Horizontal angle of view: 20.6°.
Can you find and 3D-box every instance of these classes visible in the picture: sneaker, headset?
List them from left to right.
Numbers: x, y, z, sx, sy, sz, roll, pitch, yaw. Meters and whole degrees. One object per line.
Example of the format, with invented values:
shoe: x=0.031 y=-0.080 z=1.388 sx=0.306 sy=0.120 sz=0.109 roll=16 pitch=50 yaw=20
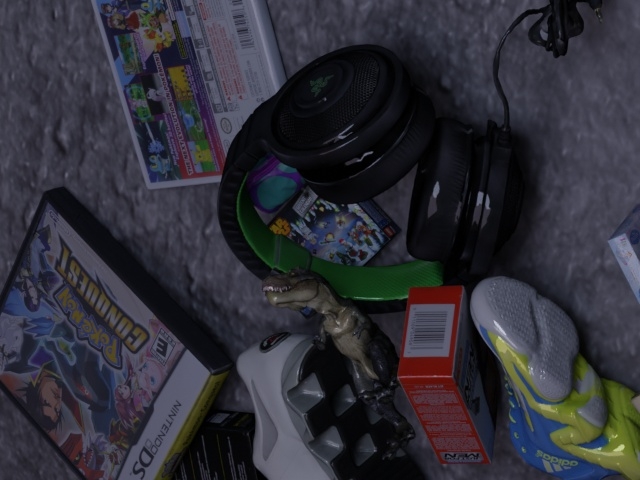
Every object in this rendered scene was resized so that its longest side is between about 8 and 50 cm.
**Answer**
sneaker: x=0.012 y=0.235 z=1.721 sx=0.146 sy=0.122 sz=0.330 roll=1 pitch=114 yaw=49
headset: x=0.080 y=-0.089 z=1.498 sx=0.243 sy=0.185 sz=0.394 roll=30 pitch=135 yaw=-22
sneaker: x=0.191 y=0.140 z=1.558 sx=0.240 sy=0.091 sz=0.126 roll=46 pitch=134 yaw=-12

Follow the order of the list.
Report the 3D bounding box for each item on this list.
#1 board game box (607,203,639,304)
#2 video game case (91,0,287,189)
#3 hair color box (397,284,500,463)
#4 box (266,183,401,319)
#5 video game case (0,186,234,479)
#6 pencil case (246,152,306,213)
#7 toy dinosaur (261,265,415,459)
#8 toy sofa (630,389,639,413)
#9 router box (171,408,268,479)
board game box: x=0.279 y=0.021 z=1.472 sx=0.020 sy=0.090 sz=0.090 roll=-23 pitch=98 yaw=31
video game case: x=-0.114 y=-0.151 z=1.665 sx=0.183 sy=0.023 sz=0.201 roll=-5 pitch=110 yaw=31
hair color box: x=0.116 y=0.121 z=1.558 sx=0.053 sy=0.093 sz=0.167 roll=-1 pitch=147 yaw=17
box: x=0.000 y=0.000 z=1.662 sx=0.094 sy=0.027 sz=0.137 roll=47 pitch=126 yaw=4
video game case: x=-0.232 y=0.125 z=1.814 sx=0.275 sy=0.035 sz=0.248 roll=44 pitch=127 yaw=21
pencil case: x=-0.015 y=-0.091 z=1.586 sx=0.151 sy=0.070 sz=0.064 roll=-42 pitch=83 yaw=23
toy dinosaur: x=0.051 y=0.119 z=1.560 sx=0.064 sy=0.118 sz=0.268 roll=-32 pitch=131 yaw=15
toy sofa: x=0.424 y=0.094 z=1.368 sx=0.362 sy=0.177 sz=0.150 roll=-37 pitch=89 yaw=36
router box: x=-0.104 y=0.264 z=1.828 sx=0.133 sy=0.046 sz=0.179 roll=2 pitch=112 yaw=31
